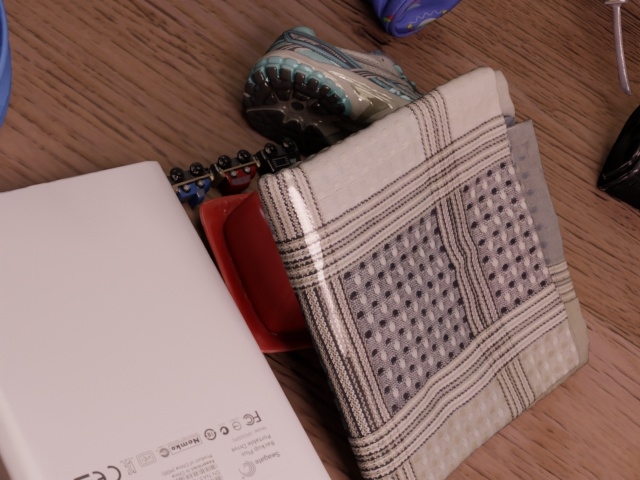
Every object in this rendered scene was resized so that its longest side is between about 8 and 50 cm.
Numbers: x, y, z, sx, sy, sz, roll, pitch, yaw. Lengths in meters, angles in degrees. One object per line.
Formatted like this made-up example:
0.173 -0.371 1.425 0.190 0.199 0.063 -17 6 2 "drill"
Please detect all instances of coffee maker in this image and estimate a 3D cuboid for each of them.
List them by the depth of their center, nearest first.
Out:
0.400 -0.052 1.318 0.178 0.120 0.171 28 49 -7 "coffee maker"

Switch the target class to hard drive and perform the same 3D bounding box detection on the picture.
-0.152 0.110 0.943 0.233 0.047 0.353 -16 67 -36 "hard drive"

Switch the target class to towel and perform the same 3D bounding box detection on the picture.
0.113 0.032 1.046 0.324 0.056 0.312 -31 106 -41 "towel"

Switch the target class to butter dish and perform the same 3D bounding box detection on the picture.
0.000 0.000 1.059 0.160 0.118 0.160 -7 62 -33 "butter dish"

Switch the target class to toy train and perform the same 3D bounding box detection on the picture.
-0.080 -0.060 1.121 0.158 0.027 0.036 -19 79 -38 "toy train"

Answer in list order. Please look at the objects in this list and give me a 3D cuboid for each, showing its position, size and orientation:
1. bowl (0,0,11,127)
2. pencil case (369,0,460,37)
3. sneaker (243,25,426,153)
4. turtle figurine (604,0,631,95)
-0.436 -0.174 0.972 0.391 0.077 0.391 15 52 -19 "bowl"
0.057 -0.369 1.318 0.119 0.133 0.306 -28 83 -18 "pencil case"
0.071 -0.127 1.200 0.283 0.110 0.122 27 45 -10 "sneaker"
0.378 -0.319 1.474 0.198 0.275 0.266 -22 55 -22 "turtle figurine"
